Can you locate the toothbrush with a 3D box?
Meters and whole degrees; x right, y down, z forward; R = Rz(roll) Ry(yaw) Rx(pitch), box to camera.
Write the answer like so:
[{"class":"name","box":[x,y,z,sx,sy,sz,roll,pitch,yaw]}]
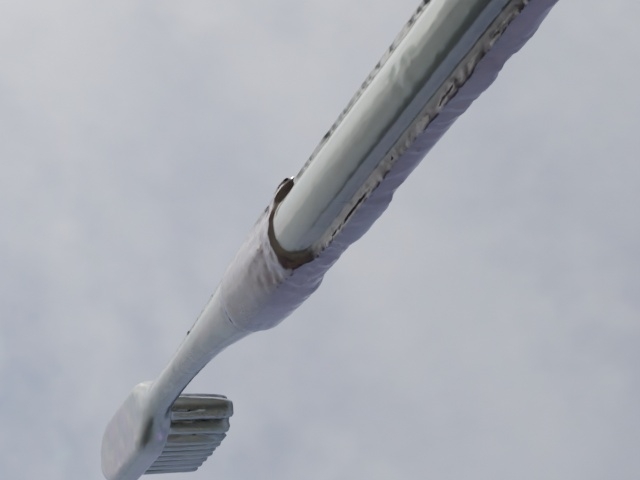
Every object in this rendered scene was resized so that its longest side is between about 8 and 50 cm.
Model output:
[{"class":"toothbrush","box":[0.000,0.000,0.444,0.354,0.029,0.024,128,-43,-60]}]
